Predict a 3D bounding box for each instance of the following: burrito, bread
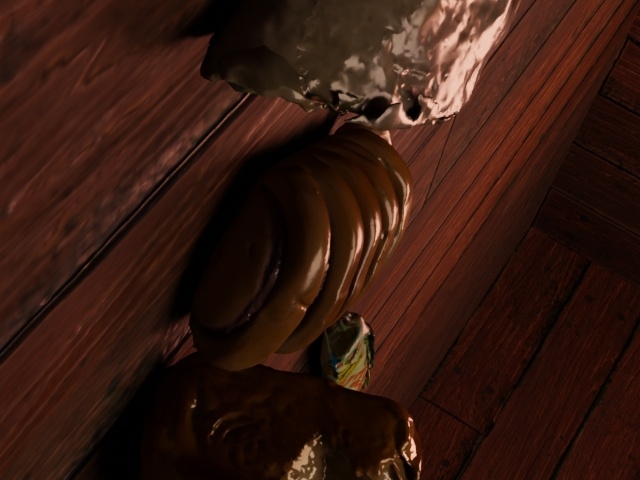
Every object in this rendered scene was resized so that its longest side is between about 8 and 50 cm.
[{"bbox_3d":[0.018,0.157,1.261,0.104,0.054,0.288,-55,168,-16],"label":"burrito"},{"bbox_3d":[0.000,0.000,0.736,0.225,0.081,0.134,-35,153,-61],"label":"bread"},{"bbox_3d":[0.074,-0.174,0.575,0.347,0.107,0.175,-58,155,-13],"label":"burrito"},{"bbox_3d":[-0.031,0.191,0.828,0.344,0.195,0.148,81,21,-72],"label":"bread"}]
